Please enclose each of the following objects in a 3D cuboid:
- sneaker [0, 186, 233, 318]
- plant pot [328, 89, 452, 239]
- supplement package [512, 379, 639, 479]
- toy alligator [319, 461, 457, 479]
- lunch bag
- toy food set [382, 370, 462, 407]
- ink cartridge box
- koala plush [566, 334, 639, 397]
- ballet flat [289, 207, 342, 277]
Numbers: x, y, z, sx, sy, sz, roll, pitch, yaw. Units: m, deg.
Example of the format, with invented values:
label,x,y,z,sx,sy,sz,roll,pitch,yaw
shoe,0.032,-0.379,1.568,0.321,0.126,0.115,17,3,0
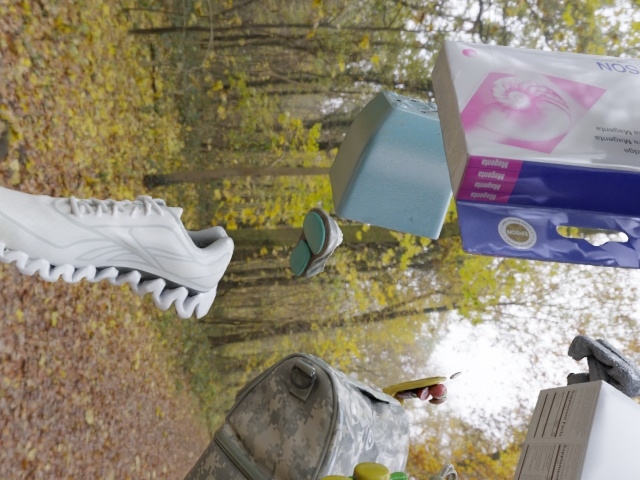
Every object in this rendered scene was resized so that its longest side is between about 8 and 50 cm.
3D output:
label,x,y,z,sx,sy,sz,roll,pitch,yaw
sneaker,-0.229,-0.008,0.519,0.118,0.292,0.110,-54,-137,12
plant pot,0.176,-0.192,1.061,0.248,0.246,0.253,-96,-160,-59
supplement package,0.470,0.382,0.719,0.204,0.261,0.145,-57,-179,-28
toy alligator,0.036,0.204,0.367,0.051,0.189,0.056,-1,-95,47
lunch bag,-0.004,0.317,0.680,0.212,0.256,0.305,27,-11,41
toy food set,0.279,0.414,1.246,0.128,0.217,0.071,25,50,-68
ink cartridge box,0.320,-0.122,0.577,0.072,0.323,0.330,99,-5,-53
koala plush,0.789,0.420,1.327,0.221,0.196,0.203,-60,-143,17
ballet flat,0.000,0.000,0.764,0.072,0.068,0.213,66,-23,17
